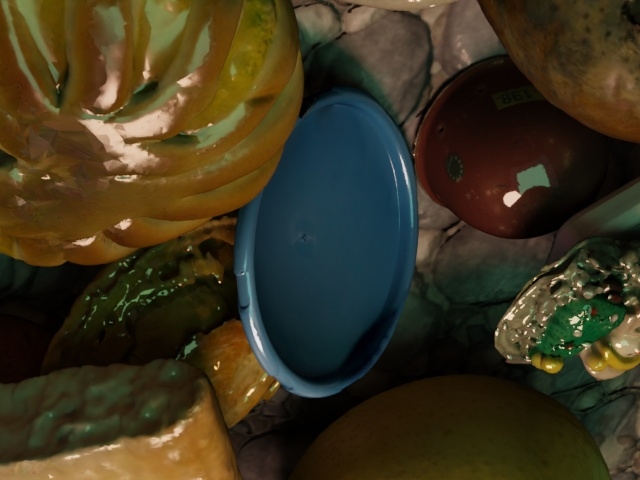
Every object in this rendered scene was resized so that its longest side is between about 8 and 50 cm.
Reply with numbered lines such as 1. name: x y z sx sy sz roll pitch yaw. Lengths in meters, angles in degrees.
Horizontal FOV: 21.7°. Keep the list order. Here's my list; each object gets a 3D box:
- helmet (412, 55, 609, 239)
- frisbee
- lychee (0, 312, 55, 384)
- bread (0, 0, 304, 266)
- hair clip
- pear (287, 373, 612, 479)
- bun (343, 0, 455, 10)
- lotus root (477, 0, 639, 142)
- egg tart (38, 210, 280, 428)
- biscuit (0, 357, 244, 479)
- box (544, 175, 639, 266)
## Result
1. helmet: 0.174 -0.060 1.347 0.175 0.106 0.155 -6 126 -22
2. frisbee: 0.000 0.000 1.291 0.242 0.045 0.242 -15 108 -53
3. lychee: -0.262 0.113 1.310 0.140 0.114 0.101 -30 107 -21
4. bread: -0.164 -0.096 1.107 0.333 0.160 0.333 2 139 2
5. hair clip: 0.276 0.057 1.368 0.321 0.091 0.138 -8 145 -49
6. pear: 0.112 0.290 1.431 0.348 0.348 0.348 -10 127 -14
7. bun: 0.068 -0.293 1.103 0.263 0.175 0.263 7 109 19
8. lotus root: 0.245 -0.148 1.207 0.267 0.260 0.149 16 118 -29
9. egg tart: -0.105 0.085 1.306 0.241 0.106 0.241 -32 144 -27
10. biscuit: -0.260 0.251 1.326 0.429 0.104 0.446 -4 142 5
11. box: 0.307 -0.041 1.388 0.285 0.044 0.142 -29 157 -14
